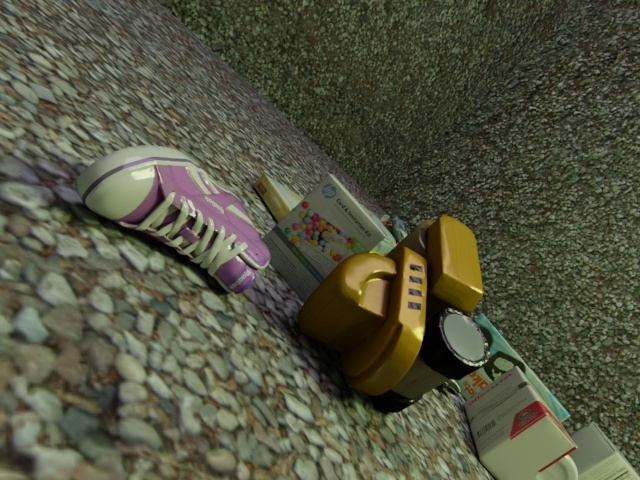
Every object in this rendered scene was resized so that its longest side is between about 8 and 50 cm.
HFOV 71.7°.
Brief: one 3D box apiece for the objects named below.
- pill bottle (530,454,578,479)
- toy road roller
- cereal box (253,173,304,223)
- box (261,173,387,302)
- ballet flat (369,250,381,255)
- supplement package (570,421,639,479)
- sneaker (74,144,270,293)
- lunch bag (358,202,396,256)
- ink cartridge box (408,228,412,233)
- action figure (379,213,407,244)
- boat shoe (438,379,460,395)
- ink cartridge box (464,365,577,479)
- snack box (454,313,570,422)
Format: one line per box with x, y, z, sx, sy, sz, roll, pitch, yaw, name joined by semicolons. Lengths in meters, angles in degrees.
0.593;0.567;1.180;0.121;0.121;0.216;50;13;11;pill bottle
0.110;0.087;0.721;0.240;0.202;0.330;29;43;-12;toy road roller
-0.050;-0.060;1.113;0.173;0.047;0.240;54;14;28;cereal box
0.000;0.000;0.778;0.145;0.186;0.038;49;13;2;box
0.119;0.053;1.295;0.077;0.077;0.231;35;8;25;ballet flat
0.814;0.698;1.326;0.145;0.204;0.262;52;13;15;supplement package
-0.144;-0.012;0.540;0.161;0.102;0.282;55;14;17;sneaker
0.110;-0.050;1.461;0.224;0.108;0.279;26;20;-33;lunch bag
0.376;0.120;1.583;0.165;0.065;0.333;1;80;-72;ink cartridge box
0.257;0.072;1.629;0.330;0.178;0.341;-41;116;-71;action figure
0.288;0.336;1.061;0.125;0.038;0.046;49;-31;-20;boat shoe
0.436;0.414;1.005;0.100;0.172;0.237;48;12;1;ink cartridge box
0.475;0.383;1.198;0.060;0.187;0.322;31;20;-52;snack box
